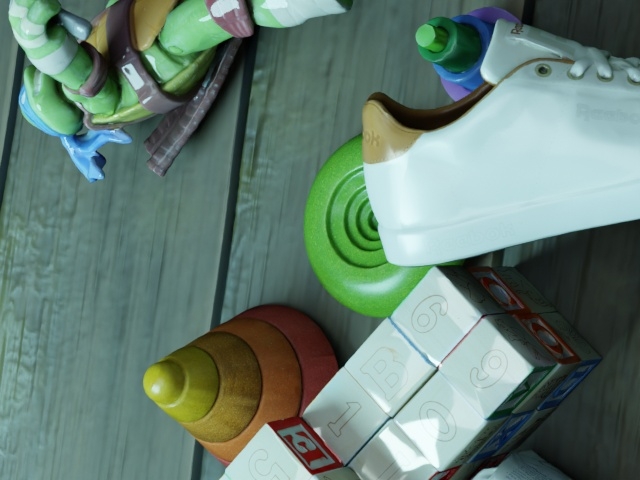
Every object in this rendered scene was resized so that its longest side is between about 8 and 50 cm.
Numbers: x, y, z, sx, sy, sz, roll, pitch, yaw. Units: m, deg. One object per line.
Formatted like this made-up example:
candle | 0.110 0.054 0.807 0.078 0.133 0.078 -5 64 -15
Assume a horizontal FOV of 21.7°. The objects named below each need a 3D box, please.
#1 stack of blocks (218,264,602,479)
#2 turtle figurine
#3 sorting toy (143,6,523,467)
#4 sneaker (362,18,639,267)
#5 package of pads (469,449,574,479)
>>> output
stack of blocks | 0.021 0.149 1.028 0.087 0.171 0.297 47 109 19
turtle figurine | -0.120 -0.189 1.088 0.266 0.198 0.274 -18 85 22
sorting toy | 0.000 0.000 1.057 0.127 0.126 0.365 46 109 31
sneaker | 0.160 -0.076 0.938 0.290 0.106 0.123 -15 101 10
package of pads | 0.124 0.304 1.014 0.229 0.101 0.296 36 105 21
